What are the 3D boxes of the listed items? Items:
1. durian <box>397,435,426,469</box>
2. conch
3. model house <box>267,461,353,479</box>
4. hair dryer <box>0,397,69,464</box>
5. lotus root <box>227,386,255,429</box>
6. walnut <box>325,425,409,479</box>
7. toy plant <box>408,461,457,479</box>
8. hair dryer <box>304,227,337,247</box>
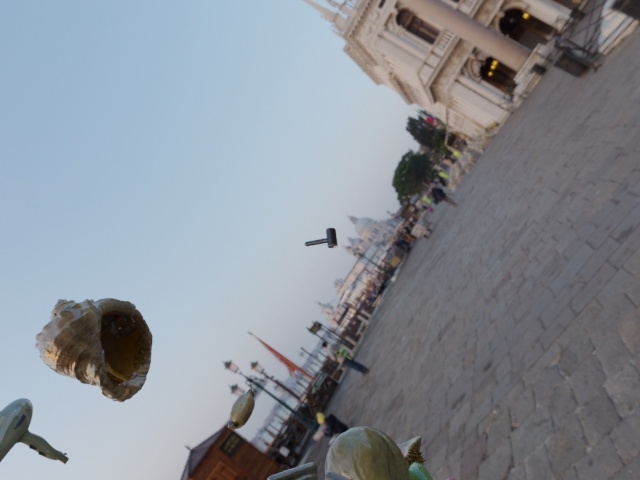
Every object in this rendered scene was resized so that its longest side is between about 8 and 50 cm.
[{"bbox_3d":[0.376,1.064,2.054,0.305,0.195,0.185,-16,-6,-17],"label":"durian"},{"bbox_3d":[-0.679,0.322,1.352,0.210,0.352,0.297,-15,10,36],"label":"conch"},{"bbox_3d":[0.004,0.335,0.455,0.122,0.229,0.188,16,-104,-41],"label":"model house"},{"bbox_3d":[-1.020,0.712,1.492,0.119,0.298,0.296,-35,5,8],"label":"hair dryer"},{"bbox_3d":[-0.238,0.520,1.371,0.150,0.062,0.073,-60,-26,-56],"label":"lotus root"},{"bbox_3d":[0.149,0.757,1.459,0.253,0.276,0.282,-39,-34,27],"label":"walnut"},{"bbox_3d":[0.451,0.989,1.687,0.317,0.356,0.210,32,-104,-54],"label":"toy plant"},{"bbox_3d":[0.000,0.000,1.091,0.026,0.083,0.047,39,-138,-64],"label":"hair dryer"}]
